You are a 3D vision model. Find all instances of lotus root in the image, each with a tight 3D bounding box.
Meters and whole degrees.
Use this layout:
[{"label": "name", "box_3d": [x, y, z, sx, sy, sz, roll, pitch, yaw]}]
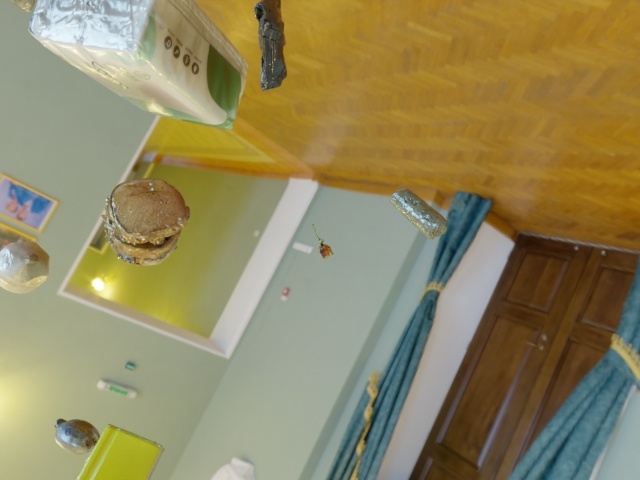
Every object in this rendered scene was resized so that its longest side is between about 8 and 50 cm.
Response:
[{"label": "lotus root", "box_3d": [-0.846, 0.667, 1.738, 0.191, 0.088, 0.113, 14, -167, 26]}]

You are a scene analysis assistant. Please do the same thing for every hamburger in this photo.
[{"label": "hamburger", "box_3d": [-0.539, -0.053, 1.539, 0.245, 0.261, 0.211, 21, 152, -12]}]

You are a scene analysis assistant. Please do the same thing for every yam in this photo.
[{"label": "yam", "box_3d": [0.283, -0.079, 1.453, 0.179, 0.078, 0.078, 47, -176, 32]}]

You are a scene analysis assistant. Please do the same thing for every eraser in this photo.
[{"label": "eraser", "box_3d": [-0.507, 0.586, 1.250, 0.157, 0.226, 0.069, 20, 147, 4]}]

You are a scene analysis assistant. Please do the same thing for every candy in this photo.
[{"label": "candy", "box_3d": [0.000, 0.000, 1.785, 0.055, 0.049, 0.185, 27, 156, 34]}]

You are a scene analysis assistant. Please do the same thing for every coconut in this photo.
[{"label": "coconut", "box_3d": [-0.945, 0.079, 1.605, 0.162, 0.161, 0.161, -32, 133, 32]}]

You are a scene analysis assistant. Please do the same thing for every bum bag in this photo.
[{"label": "bum bag", "box_3d": [-0.139, -0.553, 1.421, 0.059, 0.123, 0.249, 19, 129, 17]}]

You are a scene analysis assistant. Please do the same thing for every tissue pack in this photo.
[{"label": "tissue pack", "box_3d": [-0.337, -0.380, 1.022, 0.265, 0.194, 0.356, 16, 176, 20]}]

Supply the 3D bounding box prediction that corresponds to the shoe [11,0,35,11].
[{"label": "shoe", "box_3d": [-0.844, -0.753, 1.474, 0.071, 0.100, 0.169, 29, 136, -25]}]
